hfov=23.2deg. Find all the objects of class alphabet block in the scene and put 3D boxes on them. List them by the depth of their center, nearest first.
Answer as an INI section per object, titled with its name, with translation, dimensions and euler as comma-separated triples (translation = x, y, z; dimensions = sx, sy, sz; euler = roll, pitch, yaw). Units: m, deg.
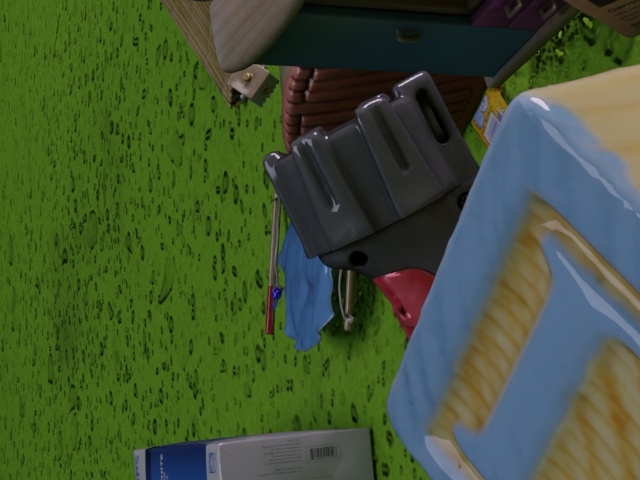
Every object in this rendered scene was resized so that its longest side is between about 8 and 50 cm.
[alphabet block]
translation = 0.174, 0.048, 0.618
dimensions = 0.193, 0.197, 0.192
euler = 51, 141, 30

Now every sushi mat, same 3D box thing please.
[sushi mat]
translation = -0.123, -0.273, 1.599
dimensions = 0.316, 0.019, 0.151
euler = -123, 36, -52

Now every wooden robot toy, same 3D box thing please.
[wooden robot toy]
translation = -0.013, -0.187, 1.301
dimensions = 0.079, 0.076, 0.173
euler = 38, -110, -70

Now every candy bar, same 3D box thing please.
[candy bar]
translation = 0.135, -0.046, 0.995
dimensions = 0.161, 0.018, 0.040
euler = -118, 37, -47

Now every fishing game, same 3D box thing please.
[fishing game]
translation = 0.000, 0.000, 1.303
dimensions = 0.264, 0.041, 0.189
euler = 153, 120, -72

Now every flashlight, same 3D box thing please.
[flashlight]
translation = 0.070, 0.076, 0.794
dimensions = 0.103, 0.103, 0.304
euler = -24, 97, 48

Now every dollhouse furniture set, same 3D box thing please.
[dollhouse furniture set]
translation = 0.098, -0.048, 0.825
dimensions = 0.286, 0.198, 0.303
euler = -44, 53, 55

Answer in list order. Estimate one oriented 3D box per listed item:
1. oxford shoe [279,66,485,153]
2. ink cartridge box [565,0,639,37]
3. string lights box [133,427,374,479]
[oxford shoe]
translation = 0.033, -0.184, 1.050
dimensions = 0.397, 0.140, 0.147
euler = 98, 159, -44
[ink cartridge box]
translation = 0.177, -0.233, 0.671
dimensions = 0.193, 0.088, 0.235
euler = -21, 70, 33
[string lights box]
translation = -0.064, 0.208, 1.350
dimensions = 0.259, 0.133, 0.077
euler = 158, 108, -67
